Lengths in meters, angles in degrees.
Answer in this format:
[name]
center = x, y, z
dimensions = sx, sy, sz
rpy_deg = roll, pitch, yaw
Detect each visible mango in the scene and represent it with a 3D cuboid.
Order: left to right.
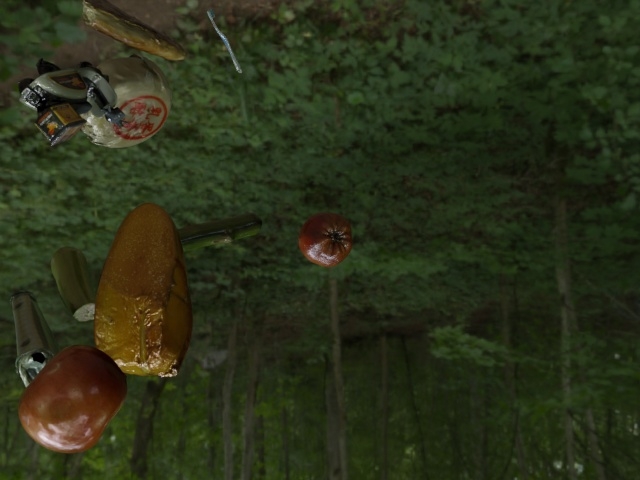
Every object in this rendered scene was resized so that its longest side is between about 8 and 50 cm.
[mango]
center = -0.351, 0.094, 1.119
dimensions = 0.201, 0.350, 0.199
rpy_deg = 10, 159, -42

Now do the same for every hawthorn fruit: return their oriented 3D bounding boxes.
[hawthorn fruit]
center = 0.006, -0.007, 1.254
dimensions = 0.125, 0.125, 0.140
rpy_deg = -4, -154, -25

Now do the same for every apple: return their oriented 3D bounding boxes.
[apple]
center = -0.377, 0.245, 0.871
dimensions = 0.139, 0.163, 0.163
rpy_deg = 43, -174, -11

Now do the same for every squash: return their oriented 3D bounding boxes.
[squash]
center = -0.567, 0.100, 1.302
dimensions = 0.083, 0.083, 0.250
rpy_deg = -6, -143, -33

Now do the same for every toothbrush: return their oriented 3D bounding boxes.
[toothbrush]
center = -0.233, -0.482, 1.371
dimensions = 0.014, 0.162, 0.017
rpy_deg = 8, -138, 49

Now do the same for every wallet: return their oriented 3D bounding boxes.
[wallet]
center = -0.561, 0.248, 1.147
dimensions = 0.077, 0.223, 0.309
rpy_deg = -26, -154, -22

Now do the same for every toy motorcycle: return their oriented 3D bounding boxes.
[toy motorcycle]
center = -0.494, -0.291, 1.146
dimensions = 0.091, 0.157, 0.263
rpy_deg = -33, -170, 23

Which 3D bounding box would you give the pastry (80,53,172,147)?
[pastry]
center = -0.514, -0.358, 1.480
dimensions = 0.264, 0.265, 0.133
rpy_deg = -11, -122, -46

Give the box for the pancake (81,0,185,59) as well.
[pancake]
center = -0.452, -0.490, 1.261
dimensions = 0.244, 0.057, 0.266
rpy_deg = 36, -166, 15

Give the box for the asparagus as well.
[asparagus]
center = -0.262, -0.018, 1.367
dimensions = 0.277, 0.067, 0.060
rpy_deg = -14, 170, -43
